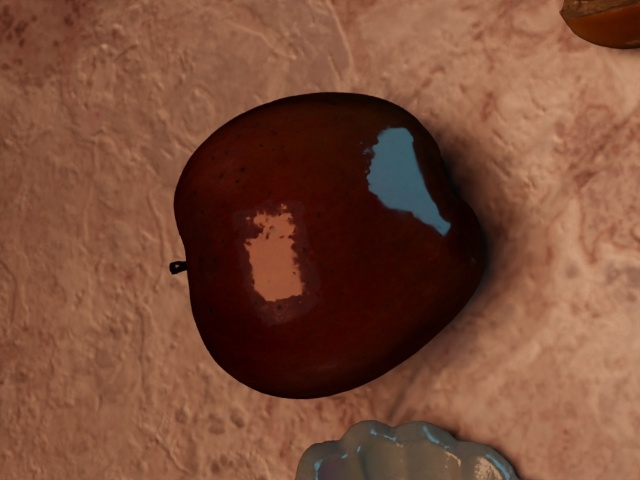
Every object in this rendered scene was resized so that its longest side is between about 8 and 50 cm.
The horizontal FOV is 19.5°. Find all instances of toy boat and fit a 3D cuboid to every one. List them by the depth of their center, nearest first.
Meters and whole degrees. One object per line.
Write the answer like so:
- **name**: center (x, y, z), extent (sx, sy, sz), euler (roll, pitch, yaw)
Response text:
- **toy boat**: center (0.102, 0.251, 1.336), extent (0.290, 0.199, 0.100), euler (31, 136, 19)

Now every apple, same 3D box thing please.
- **apple**: center (-0.001, -0.002, 1.366), extent (0.234, 0.234, 0.234), euler (-2, 86, 25)

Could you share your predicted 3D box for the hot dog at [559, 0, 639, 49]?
- **hot dog**: center (0.319, -0.223, 1.288), extent (0.337, 0.100, 0.135), euler (-9, 82, 25)
